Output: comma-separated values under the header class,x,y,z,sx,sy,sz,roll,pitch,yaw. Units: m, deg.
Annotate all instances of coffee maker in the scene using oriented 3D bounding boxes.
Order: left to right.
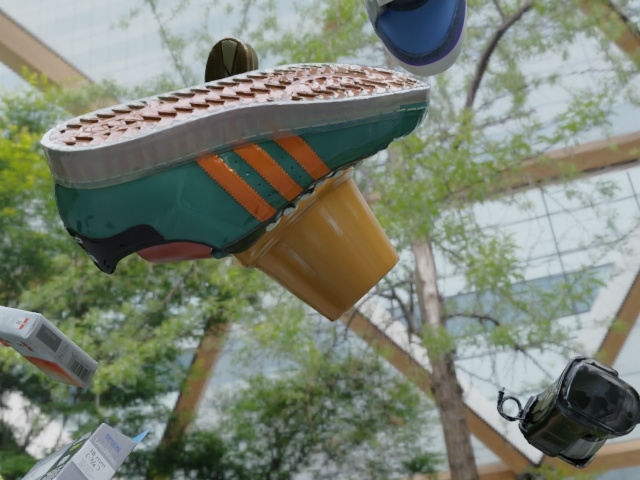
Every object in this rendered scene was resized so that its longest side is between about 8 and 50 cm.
class,x,y,z,sx,sy,sz,roll,pitch,yaw
coffee maker,0.372,0.259,1.174,0.171,0.120,0.178,6,-31,2

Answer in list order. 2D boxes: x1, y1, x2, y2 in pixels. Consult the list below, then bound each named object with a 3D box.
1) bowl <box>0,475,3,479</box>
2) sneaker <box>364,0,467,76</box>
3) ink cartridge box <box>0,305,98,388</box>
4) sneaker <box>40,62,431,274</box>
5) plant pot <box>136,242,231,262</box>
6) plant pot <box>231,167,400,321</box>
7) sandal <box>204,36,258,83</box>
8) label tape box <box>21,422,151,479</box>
class,x,y,z,sx,sy,sz,roll,pitch,yaw
bowl,-0.625,0.470,1.185,0.289,0.290,0.156,6,1,-23
sneaker,0.077,-0.381,0.925,0.130,0.323,0.236,-14,-15,20
ink cartridge box,-0.412,0.138,1.043,0.179,0.045,0.145,4,-34,24
sneaker,-0.053,-0.060,0.610,0.302,0.108,0.121,-15,-59,-15
plant pot,-0.200,-0.078,1.367,0.264,0.273,0.272,-11,-26,24
plant pot,0.000,0.000,1.050,0.205,0.188,0.205,-43,-4,-3
sandal,-0.091,-0.124,0.772,0.049,0.072,0.180,-33,-24,-45
label tape box,-0.559,0.522,1.721,0.240,0.334,0.106,-33,-80,23
